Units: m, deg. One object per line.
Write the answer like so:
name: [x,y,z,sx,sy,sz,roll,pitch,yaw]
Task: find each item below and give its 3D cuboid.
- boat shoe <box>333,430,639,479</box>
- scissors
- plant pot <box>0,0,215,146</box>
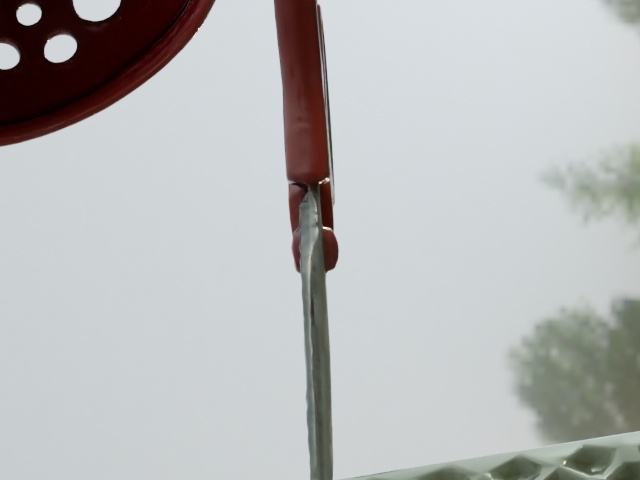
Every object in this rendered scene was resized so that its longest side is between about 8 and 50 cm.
boat shoe: [0.177,0.132,0.477,0.187,0.500,0.156,-91,-8,-62]
scissors: [0.000,0.000,0.686,0.109,0.021,0.297,86,179,-47]
plant pot: [-0.170,-0.171,1.068,0.174,0.191,0.191,60,179,21]
